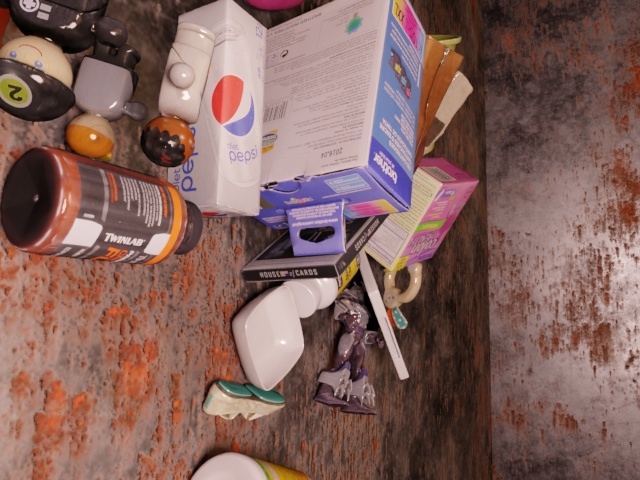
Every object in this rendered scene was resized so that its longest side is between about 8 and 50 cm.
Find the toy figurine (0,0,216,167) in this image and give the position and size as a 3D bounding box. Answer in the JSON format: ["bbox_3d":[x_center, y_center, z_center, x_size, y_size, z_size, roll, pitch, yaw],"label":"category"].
[{"bbox_3d":[-0.219,-0.151,0.439,0.210,0.213,0.148,27,74,-60],"label":"toy figurine"}]

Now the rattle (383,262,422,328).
[{"bbox_3d":[0.174,0.131,1.251,0.143,0.130,0.199,6,109,-49],"label":"rattle"}]

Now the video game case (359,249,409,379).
[{"bbox_3d":[0.139,0.159,1.128,0.204,0.025,0.285,-103,172,-56],"label":"video game case"}]

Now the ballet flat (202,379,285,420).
[{"bbox_3d":[-0.120,0.253,0.755,0.052,0.057,0.168,-58,140,-3],"label":"ballet flat"}]

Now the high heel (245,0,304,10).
[{"bbox_3d":[-0.073,-0.456,0.739,0.377,0.182,0.127,-19,104,-59],"label":"high heel"}]

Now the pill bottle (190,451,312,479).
[{"bbox_3d":[-0.077,0.405,0.717,0.245,0.137,0.136,48,48,-48],"label":"pill bottle"}]

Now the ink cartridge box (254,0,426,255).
[{"bbox_3d":[0.007,-0.176,0.771,0.151,0.270,0.395,35,58,-47],"label":"ink cartridge box"}]

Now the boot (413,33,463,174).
[{"bbox_3d":[0.153,-0.228,0.886,0.264,0.096,0.280,-9,129,-47],"label":"boot"}]

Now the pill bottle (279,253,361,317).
[{"bbox_3d":[-0.001,0.064,0.908,0.184,0.103,0.103,-45,126,-53],"label":"pill bottle"}]

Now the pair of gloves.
[{"bbox_3d":[0.188,-0.285,0.999,0.240,0.042,0.204,19,111,-37],"label":"pair of gloves"}]

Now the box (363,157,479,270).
[{"bbox_3d":[0.236,-0.069,1.171,0.214,0.117,0.242,-11,135,-51],"label":"box"}]

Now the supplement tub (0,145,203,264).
[{"bbox_3d":[-0.221,-0.028,0.528,0.198,0.106,0.105,14,76,-59],"label":"supplement tub"}]

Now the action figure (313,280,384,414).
[{"bbox_3d":[0.072,0.217,1.038,0.185,0.099,0.284,37,52,-41],"label":"action figure"}]

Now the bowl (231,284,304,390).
[{"bbox_3d":[-0.090,0.155,0.798,0.142,0.053,0.141,-38,121,-54],"label":"bowl"}]

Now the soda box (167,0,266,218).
[{"bbox_3d":[-0.144,-0.178,0.682,0.091,0.098,0.286,13,77,-59],"label":"soda box"}]

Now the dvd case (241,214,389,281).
[{"bbox_3d":[0.000,0.000,0.838,0.238,0.179,0.029,-47,124,-52],"label":"dvd case"}]

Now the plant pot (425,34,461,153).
[{"bbox_3d":[0.178,-0.336,1.133,0.276,0.276,0.253,-43,137,-53],"label":"plant pot"}]
